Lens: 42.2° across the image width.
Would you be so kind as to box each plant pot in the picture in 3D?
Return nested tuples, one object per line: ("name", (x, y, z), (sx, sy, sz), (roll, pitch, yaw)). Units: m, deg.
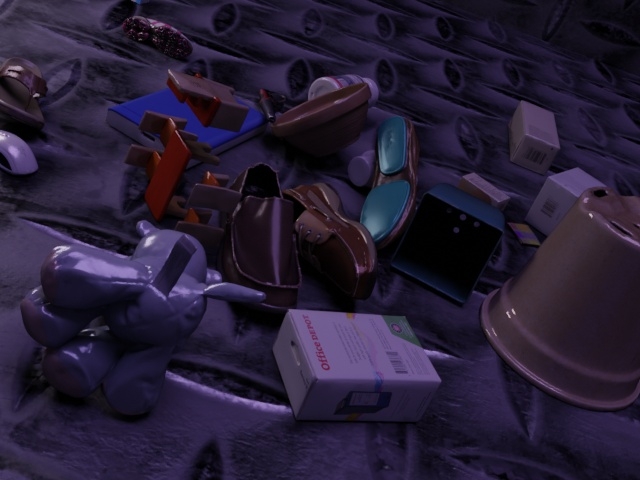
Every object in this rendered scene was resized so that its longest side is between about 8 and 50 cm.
("plant pot", (0.014, -0.260, 1.867), (0.237, 0.110, 0.237), (-21, 17, 7))
("plant pot", (0.271, -0.017, 1.663), (0.165, 0.166, 0.234), (28, 23, 9))
("plant pot", (0.509, 0.084, 1.514), (0.333, 0.306, 0.334), (17, 31, -11))

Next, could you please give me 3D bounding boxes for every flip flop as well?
("flip flop", (-0.573, -0.302, 1.605), (0.112, 0.080, 0.277), (28, 22, -28))

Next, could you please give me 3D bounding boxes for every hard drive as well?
("hard drive", (-0.277, -0.260, 1.789), (0.210, 0.040, 0.318), (31, 32, 13))

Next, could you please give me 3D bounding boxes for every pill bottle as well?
("pill bottle", (0.138, -0.163, 1.865), (0.160, 0.087, 0.087), (-13, 46, -45))
("pill bottle", (0.063, -0.367, 2.111), (0.108, 0.108, 0.180), (40, 34, 26))

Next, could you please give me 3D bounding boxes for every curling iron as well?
("curling iron", (-0.113, -0.315, 1.928), (0.068, 0.035, 0.274), (18, 17, -9))

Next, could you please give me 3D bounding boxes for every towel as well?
("towel", (0.474, -0.014, 1.929), (0.060, 0.009, 0.083), (8, 35, -25))

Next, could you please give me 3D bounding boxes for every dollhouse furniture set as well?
("dollhouse furniture set", (-0.245, -0.156, 1.441), (0.135, 0.259, 0.262), (9, 31, -40))

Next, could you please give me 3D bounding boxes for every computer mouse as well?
("computer mouse", (-0.574, -0.182, 1.475), (0.193, 0.042, 0.106), (35, 32, 19))

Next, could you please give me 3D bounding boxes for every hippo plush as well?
("hippo plush", (-0.251, 0.054, 1.120), (0.234, 0.294, 0.237), (38, 19, -18))

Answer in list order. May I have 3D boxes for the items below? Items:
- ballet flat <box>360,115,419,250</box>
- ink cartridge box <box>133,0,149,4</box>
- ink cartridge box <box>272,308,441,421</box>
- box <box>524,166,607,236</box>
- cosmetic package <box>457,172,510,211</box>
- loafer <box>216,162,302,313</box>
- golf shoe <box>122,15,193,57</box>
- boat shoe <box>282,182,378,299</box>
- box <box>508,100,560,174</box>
("ballet flat", (0.160, -0.101, 1.734), (0.124, 0.116, 0.343), (48, 39, -44))
("ink cartridge box", (-0.520, -0.688, 2.301), (0.083, 0.028, 0.048), (28, 31, 9))
("ink cartridge box", (0.050, 0.189, 1.261), (0.212, 0.093, 0.154), (7, 33, -26))
("box", (0.595, -0.091, 2.008), (0.091, 0.130, 0.170), (40, 35, 27))
("cosmetic package", (0.391, -0.113, 1.996), (0.115, 0.041, 0.060), (40, 36, 27))
("loafer", (-0.109, -0.018, 1.438), (0.133, 0.130, 0.366), (8, 34, -23))
("golf shoe", (-0.397, -0.520, 2.085), (0.186, 0.068, 0.086), (26, 30, 5))
("boat shoe", (0.000, 0.000, 1.511), (0.119, 0.123, 0.324), (1, 29, -23))
("box", (0.607, -0.298, 2.370), (0.113, 0.094, 0.275), (23, 31, 0))
